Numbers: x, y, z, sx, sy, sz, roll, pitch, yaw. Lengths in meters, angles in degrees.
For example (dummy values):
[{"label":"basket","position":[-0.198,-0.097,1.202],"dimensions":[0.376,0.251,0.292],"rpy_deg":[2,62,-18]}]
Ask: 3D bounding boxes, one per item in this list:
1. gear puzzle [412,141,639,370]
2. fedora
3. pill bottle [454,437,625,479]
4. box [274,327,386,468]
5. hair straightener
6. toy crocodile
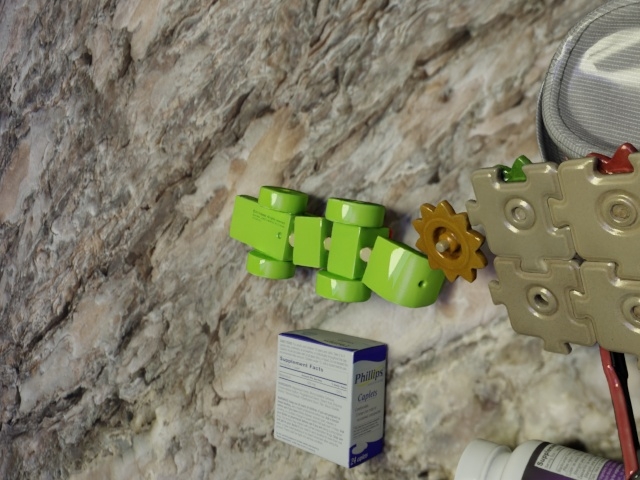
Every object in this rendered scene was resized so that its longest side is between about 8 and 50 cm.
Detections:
[{"label":"gear puzzle","position":[0.206,0.011,0.443],"dimensions":[0.339,0.044,0.175],"rpy_deg":[2,117,54]},{"label":"fedora","position":[0.284,-0.103,0.423],"dimensions":[0.275,0.124,0.244],"rpy_deg":[36,113,36]},{"label":"pill bottle","position":[0.220,0.238,0.486],"dimensions":[0.193,0.108,0.108],"rpy_deg":[4,92,41]},{"label":"box","position":[0.011,0.187,0.694],"dimensions":[0.126,0.072,0.137],"rpy_deg":[4,93,42]},{"label":"hair straightener","position":[0.265,0.117,0.428],"dimensions":[0.089,0.047,0.230],"rpy_deg":[-20,45,38]},{"label":"toy crocodile","position":[0.000,0.000,0.699],"dimensions":[0.340,0.105,0.115],"rpy_deg":[14,99,45]}]
